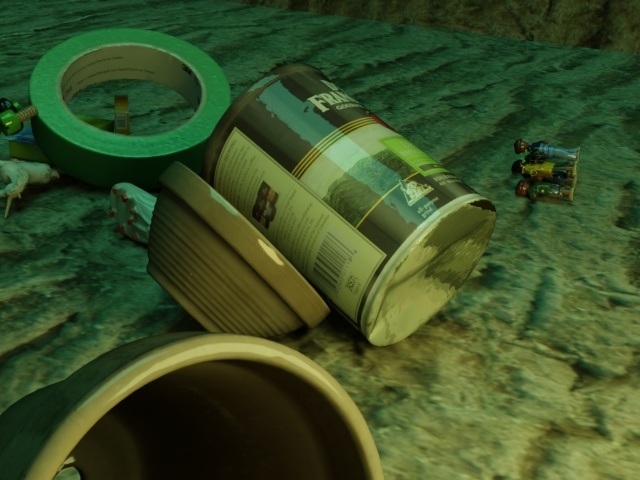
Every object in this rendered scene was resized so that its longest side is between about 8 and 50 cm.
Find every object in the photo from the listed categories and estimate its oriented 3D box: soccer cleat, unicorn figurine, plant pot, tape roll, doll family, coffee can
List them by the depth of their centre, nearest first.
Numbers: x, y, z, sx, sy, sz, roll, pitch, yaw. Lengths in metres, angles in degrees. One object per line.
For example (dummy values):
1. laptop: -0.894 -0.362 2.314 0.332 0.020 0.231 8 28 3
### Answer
1. plant pot: -0.125 0.180 0.621 0.263 0.263 0.229 -15 12 -37
2. plant pot: -0.110 0.033 1.047 0.110 0.237 0.237 -46 36 -6
3. coffee can: 0.029 -0.043 1.088 0.275 0.201 0.201 41 39 25
4. soccer cleat: -0.214 -0.023 1.299 0.076 0.068 0.196 -12 34 -43
5. unicorn figurine: -0.454 -0.096 1.440 0.111 0.060 0.162 14 25 26
6. tape roll: -0.307 -0.220 1.567 0.321 0.077 0.321 6 48 -7
7. doll family: 0.370 -0.122 1.602 0.111 0.076 0.193 5 17 17

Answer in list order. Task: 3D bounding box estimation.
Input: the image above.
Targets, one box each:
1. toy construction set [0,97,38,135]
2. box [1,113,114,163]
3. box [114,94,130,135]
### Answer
1. toy construction set: -0.636 -0.238 1.459 0.237 0.309 0.257 -37 11 -29
2. box: -0.446 -0.173 1.649 0.109 0.042 0.178 10 25 20
3. box: -0.347 -0.204 1.686 0.028 0.081 0.136 -3 23 -13
